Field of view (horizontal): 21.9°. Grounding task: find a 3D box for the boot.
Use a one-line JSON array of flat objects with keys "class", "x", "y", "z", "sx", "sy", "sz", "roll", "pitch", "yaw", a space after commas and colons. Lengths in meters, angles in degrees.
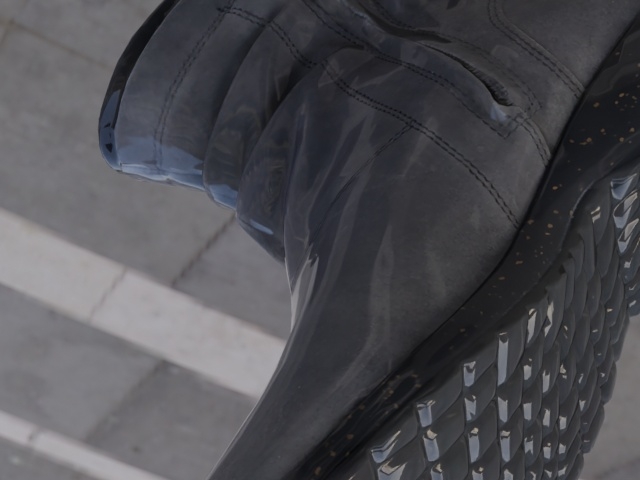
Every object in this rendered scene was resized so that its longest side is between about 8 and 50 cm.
[{"class": "boot", "x": 0.000, "y": 0.000, "z": 0.581, "sx": 0.223, "sy": 0.338, "sz": 0.118, "roll": 23, "pitch": 144, "yaw": 32}]
